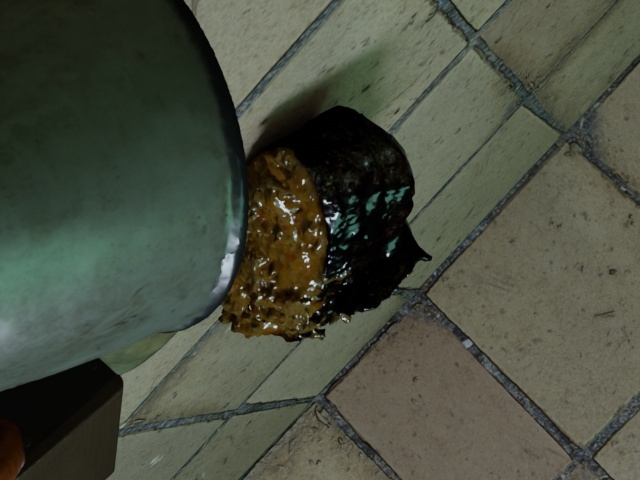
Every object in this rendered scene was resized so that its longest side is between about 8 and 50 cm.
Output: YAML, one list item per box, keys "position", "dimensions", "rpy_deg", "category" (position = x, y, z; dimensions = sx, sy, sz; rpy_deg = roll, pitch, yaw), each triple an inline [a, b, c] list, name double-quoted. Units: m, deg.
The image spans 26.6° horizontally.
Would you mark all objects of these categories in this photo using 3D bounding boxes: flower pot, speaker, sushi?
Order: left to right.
- position: [-0.257, -0.030, 0.864]
  dimensions: [0.330, 0.293, 0.293]
  rpy_deg: [-22, 153, -41]
  category: "flower pot"
- position: [-0.325, 0.209, 1.470]
  dimensions: [0.192, 0.153, 0.231]
  rpy_deg: [-43, 164, -31]
  category: "speaker"
- position: [0.000, 0.000, 1.702]
  dimensions: [0.207, 0.234, 0.348]
  rpy_deg: [-35, 157, -32]
  category: "sushi"

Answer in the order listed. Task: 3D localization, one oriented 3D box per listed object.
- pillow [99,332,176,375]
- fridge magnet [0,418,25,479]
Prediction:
- position: [-0.214, 0.066, 1.593]
  dimensions: [0.185, 0.075, 0.302]
  rpy_deg: [-40, 162, -10]
  category: "pillow"
- position: [-0.428, 0.244, 1.164]
  dimensions: [0.364, 0.155, 0.363]
  rpy_deg: [-24, -169, 5]
  category: "fridge magnet"
